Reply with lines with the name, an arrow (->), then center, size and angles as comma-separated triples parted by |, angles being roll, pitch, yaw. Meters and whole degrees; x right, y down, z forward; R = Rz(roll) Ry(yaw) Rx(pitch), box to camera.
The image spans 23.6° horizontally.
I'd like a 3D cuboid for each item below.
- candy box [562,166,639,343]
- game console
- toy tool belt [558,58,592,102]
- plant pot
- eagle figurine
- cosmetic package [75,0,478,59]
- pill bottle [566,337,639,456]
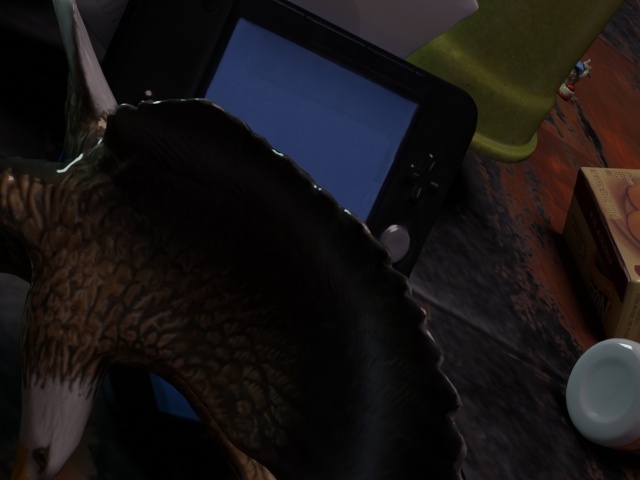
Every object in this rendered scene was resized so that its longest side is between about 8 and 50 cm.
candy box -> 0.406, 0.018, 1.435 | 0.317, 0.087, 0.183 | 1, 37, -9
game console -> 0.000, 0.000, 0.932 | 0.293, 0.250, 0.173 | 20, 6, -42
toy tool belt -> 0.310, -0.212, 1.886 | 0.052, 0.051, 0.083 | 33, 27, -22
plant pot -> 0.163, -0.251, 1.304 | 0.276, 0.254, 0.276 | 34, 26, -19
eagle figurine -> -0.073, 0.035, 0.710 | 0.298, 0.225, 0.226 | 22, 27, 0
cosmetic package -> -0.051, -0.197, 0.997 | 0.138, 0.224, 0.224 | 58, 2, 39
pill bottle -> 0.273, 0.134, 1.222 | 0.152, 0.086, 0.086 | 20, 33, -41
